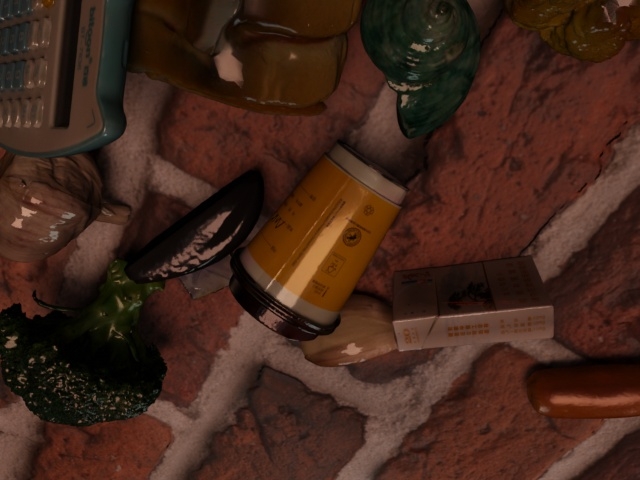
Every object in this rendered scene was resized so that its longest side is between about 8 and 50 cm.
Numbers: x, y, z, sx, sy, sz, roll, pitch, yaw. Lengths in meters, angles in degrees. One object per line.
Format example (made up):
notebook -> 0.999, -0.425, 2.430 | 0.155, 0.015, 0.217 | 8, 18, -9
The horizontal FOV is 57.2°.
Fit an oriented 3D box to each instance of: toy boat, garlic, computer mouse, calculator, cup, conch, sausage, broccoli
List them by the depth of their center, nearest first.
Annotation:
conch -> 0.132, -0.242, 0.741 | 0.134, 0.202, 0.196 | -12, 83, 21
calculator -> -0.351, -0.233, 0.755 | 0.386, 0.054, 0.256 | 10, 95, 38
cup -> 0.000, 0.000, 0.878 | 0.196, 0.196, 0.279 | 32, 101, -11
garlic -> -0.397, -0.058, 0.915 | 0.212, 0.218, 0.218 | 23, 123, -39
computer mouse -> -0.184, -0.005, 0.926 | 0.270, 0.137, 0.086 | -32, 105, 15
broccoli -> -0.393, 0.168, 1.005 | 0.298, 0.297, 0.297 | 26, 79, -7
garlic -> 0.062, 0.160, 1.007 | 0.207, 0.115, 0.128 | -5, 111, 6
sausage -> 0.488, 0.266, 1.027 | 0.238, 0.098, 0.098 | -6, 117, 11
toy boat -> -0.194, 0.062, 1.037 | 0.115, 0.016, 0.063 | -21, 114, 16

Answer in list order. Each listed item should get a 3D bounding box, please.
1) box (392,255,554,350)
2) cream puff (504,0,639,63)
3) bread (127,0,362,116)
box -> 0.232, 0.099, 0.932 | 0.233, 0.149, 0.067 | -8, 114, 10
cream puff -> 0.319, -0.336, 0.680 | 0.244, 0.196, 0.244 | 0, 90, 15
bread -> -0.085, -0.325, 0.707 | 0.301, 0.210, 0.341 | 19, 118, -7
